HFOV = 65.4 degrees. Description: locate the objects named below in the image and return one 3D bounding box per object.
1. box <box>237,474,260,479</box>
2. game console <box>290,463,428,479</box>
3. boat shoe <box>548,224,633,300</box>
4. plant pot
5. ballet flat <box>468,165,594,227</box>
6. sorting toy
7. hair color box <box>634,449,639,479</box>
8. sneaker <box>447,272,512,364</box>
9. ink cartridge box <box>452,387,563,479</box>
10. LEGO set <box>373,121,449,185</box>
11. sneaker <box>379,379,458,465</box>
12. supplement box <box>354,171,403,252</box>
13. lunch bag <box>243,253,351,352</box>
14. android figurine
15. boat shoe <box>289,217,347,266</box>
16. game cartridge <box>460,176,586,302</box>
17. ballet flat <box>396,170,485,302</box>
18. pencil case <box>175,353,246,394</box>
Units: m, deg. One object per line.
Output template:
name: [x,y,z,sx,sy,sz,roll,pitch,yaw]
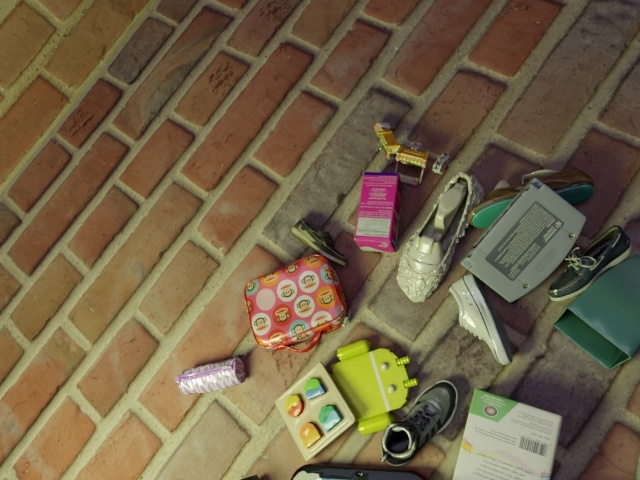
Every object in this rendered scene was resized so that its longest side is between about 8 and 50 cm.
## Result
box: [-0.193,0.761,1.278,0.142,0.163,0.247,-50,58,14]
game console: [0.101,0.758,1.265,0.386,0.060,0.342,-4,70,17]
boat shoe: [0.685,0.058,1.284,0.254,0.095,0.079,-36,104,2]
plant pot: [0.729,0.162,1.216,0.234,0.165,0.165,-42,64,-8]
ballet flat: [0.575,-0.132,1.402,0.342,0.116,0.124,-18,47,11]
sorting toy: [-0.023,0.472,1.380,0.208,0.038,0.193,-46,58,16]
hair color box: [0.789,0.575,1.071,0.185,0.113,0.374,14,77,22]
sneaker: [0.427,0.218,1.341,0.091,0.094,0.258,-33,59,25]
ink cartridge box: [0.442,0.525,1.201,0.201,0.117,0.278,13,76,22]
LEGO set: [0.253,-0.263,1.572,0.287,0.107,0.132,35,50,30]
sneaker: [0.251,0.465,1.265,0.101,0.153,0.268,41,87,25]
supplement box: [0.178,-0.084,1.506,0.114,0.111,0.220,5,74,19]
lunch bag: [-0.068,0.203,1.482,0.293,0.120,0.258,-22,67,10]
android figurine: [0.133,0.401,1.383,0.273,0.056,0.248,-20,66,13]
boat shoe: [0.000,0.000,1.553,0.223,0.080,0.073,34,89,30]
game cartridge: [0.544,0.008,1.327,0.198,0.062,0.297,38,99,-3]
ballet flat: [0.330,-0.024,1.424,0.147,0.147,0.409,26,82,24]
pencil case: [-0.326,0.411,1.512,0.206,0.088,0.086,-18,65,12]
